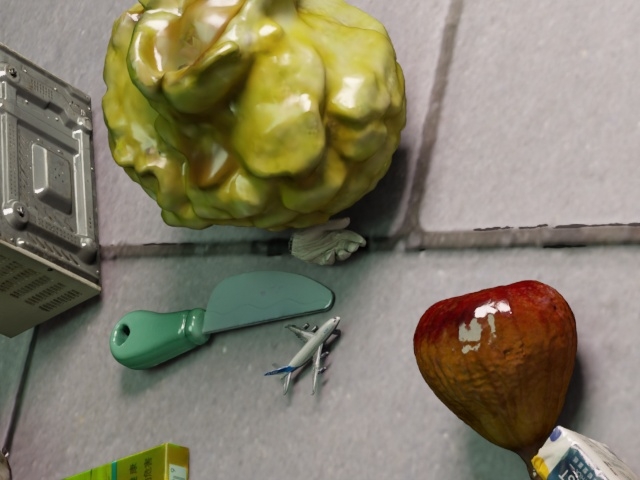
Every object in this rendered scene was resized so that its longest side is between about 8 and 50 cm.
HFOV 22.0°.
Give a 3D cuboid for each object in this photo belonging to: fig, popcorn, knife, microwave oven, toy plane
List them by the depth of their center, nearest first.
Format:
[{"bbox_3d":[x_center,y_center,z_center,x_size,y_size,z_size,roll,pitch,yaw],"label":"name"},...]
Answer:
[{"bbox_3d":[0.144,0.093,1.179,0.119,0.153,0.119,-44,4,4],"label":"fig"},{"bbox_3d":[-0.060,-0.130,1.376,0.224,0.270,0.258,-39,-1,-32],"label":"popcorn"},{"bbox_3d":[-0.010,0.092,1.379,0.084,0.024,0.078,-40,46,19],"label":"toy plane"},{"bbox_3d":[-0.088,0.064,1.478,0.260,0.034,0.063,-18,53,34],"label":"knife"},{"bbox_3d":[-0.316,-0.052,1.650,0.145,0.194,0.240,-29,53,30],"label":"microwave oven"}]

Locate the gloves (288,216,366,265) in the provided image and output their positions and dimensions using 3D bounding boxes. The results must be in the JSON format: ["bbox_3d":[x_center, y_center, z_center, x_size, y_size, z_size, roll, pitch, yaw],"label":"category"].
[{"bbox_3d":[0.002,0.000,1.397,0.081,0.037,0.044,12,108,38],"label":"gloves"}]

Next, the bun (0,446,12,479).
[{"bbox_3d":[-0.401,0.240,1.584,0.205,0.281,0.281,-27,45,-8],"label":"bun"}]

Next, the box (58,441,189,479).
[{"bbox_3d":[-0.194,0.264,1.492,0.193,0.030,0.121,-23,57,39],"label":"box"}]

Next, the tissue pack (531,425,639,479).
[{"bbox_3d":[0.188,0.167,1.103,0.042,0.062,0.083,-53,43,10],"label":"tissue pack"}]
